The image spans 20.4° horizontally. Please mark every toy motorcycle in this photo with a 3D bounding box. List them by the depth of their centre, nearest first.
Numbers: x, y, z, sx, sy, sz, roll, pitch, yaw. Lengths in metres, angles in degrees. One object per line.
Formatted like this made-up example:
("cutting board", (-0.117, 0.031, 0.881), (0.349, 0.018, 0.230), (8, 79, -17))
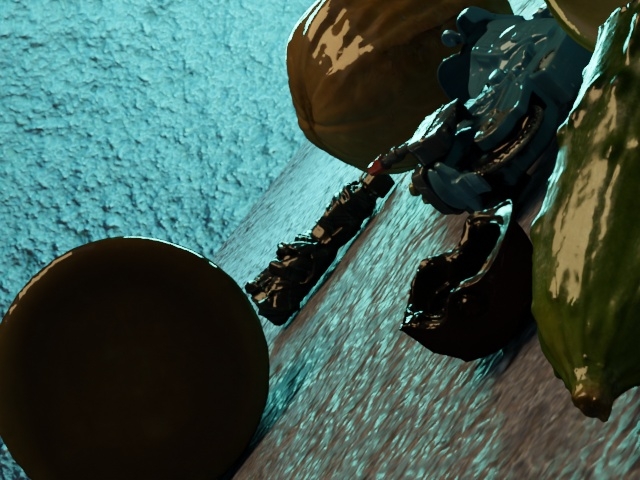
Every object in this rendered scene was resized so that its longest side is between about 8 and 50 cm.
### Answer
("toy motorcycle", (0.155, -0.122, 1.534), (0.182, 0.123, 0.272), (-28, 23, 48))

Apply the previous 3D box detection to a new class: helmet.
("helmet", (0.113, 0.035, 1.226), (0.123, 0.070, 0.098), (-39, 20, 32))

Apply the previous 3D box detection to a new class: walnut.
("walnut", (0.089, -0.188, 1.878), (0.261, 0.225, 0.225), (-37, 2, -20))

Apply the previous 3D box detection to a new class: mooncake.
("mooncake", (-0.193, 0.133, 1.816), (0.284, 0.284, 0.155), (-52, 5, 1))

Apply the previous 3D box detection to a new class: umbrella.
("umbrella", (0.000, 0.000, 2.091), (0.224, 0.071, 0.080), (-47, 36, 3))

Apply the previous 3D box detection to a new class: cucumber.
("cucumber", (0.171, -0.005, 0.924), (0.134, 0.134, 0.244), (-42, 17, 54))

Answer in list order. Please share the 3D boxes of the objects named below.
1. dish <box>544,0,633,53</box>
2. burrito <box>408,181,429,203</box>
("dish", (0.282, -0.280, 1.252), (0.324, 0.124, 0.324), (-10, 78, 61))
("burrito", (0.120, -0.071, 1.770), (0.074, 0.044, 0.118), (-52, 4, 35))
